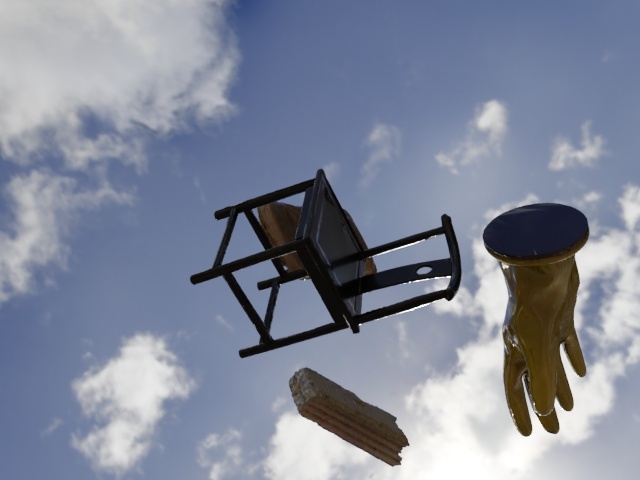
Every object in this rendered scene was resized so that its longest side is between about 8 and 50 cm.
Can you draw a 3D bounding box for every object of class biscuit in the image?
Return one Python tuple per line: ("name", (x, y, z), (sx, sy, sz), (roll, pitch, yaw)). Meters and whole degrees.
("biscuit", (0.053, 0.311, 1.408), (0.238, 0.108, 0.062), (34, -81, -23))

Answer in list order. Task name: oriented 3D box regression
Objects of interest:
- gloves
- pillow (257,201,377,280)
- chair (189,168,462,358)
("gloves", (0.273, 0.111, 0.952), (0.133, 0.116, 0.295), (-24, -61, -18))
("pillow", (-0.002, -0.003, 1.134), (0.034, 0.135, 0.211), (-38, -24, 32))
("chair", (0.011, 0.016, 0.879), (0.260, 0.155, 0.141), (-18, -59, 18))
